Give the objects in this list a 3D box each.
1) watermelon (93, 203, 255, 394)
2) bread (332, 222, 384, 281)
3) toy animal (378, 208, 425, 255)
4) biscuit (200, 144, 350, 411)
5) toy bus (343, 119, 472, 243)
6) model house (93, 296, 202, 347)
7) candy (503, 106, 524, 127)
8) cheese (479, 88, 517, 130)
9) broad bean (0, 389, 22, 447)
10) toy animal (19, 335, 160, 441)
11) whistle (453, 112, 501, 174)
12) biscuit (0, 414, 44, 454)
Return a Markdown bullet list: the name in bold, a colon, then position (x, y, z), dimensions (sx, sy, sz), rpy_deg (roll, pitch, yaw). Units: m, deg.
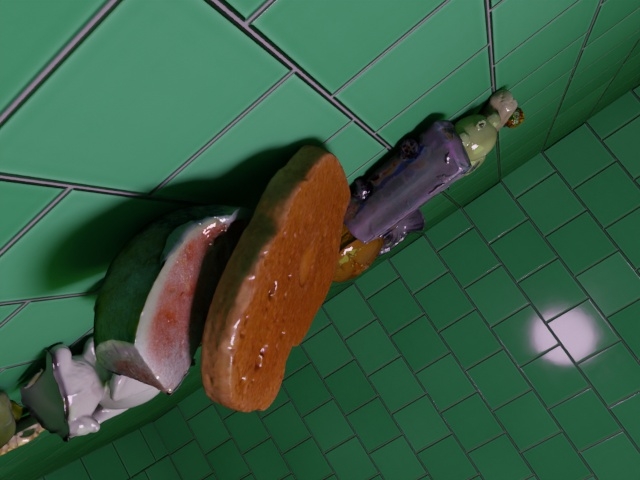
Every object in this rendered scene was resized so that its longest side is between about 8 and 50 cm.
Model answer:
- **watermelon**: position (-0.190, 0.046, 0.726), dimensions (0.224, 0.180, 0.305), rpy_deg (-22, -152, 47)
- **bread**: position (0.075, 0.021, 1.387), dimensions (0.195, 0.142, 0.269), rpy_deg (-38, 162, 0)
- **toy animal**: position (0.178, -0.018, 1.601), dimensions (0.299, 0.122, 0.185), rpy_deg (-26, 163, -4)
- **biscuit**: position (-0.056, 0.049, 0.825), dimensions (0.349, 0.078, 0.455), rpy_deg (91, 22, -49)
- **toy bus**: position (0.180, -0.123, 1.128), dimensions (0.317, 0.137, 0.112), rpy_deg (-39, 169, 35)
- **model house**: position (-0.253, 0.103, 0.896), dimensions (0.235, 0.174, 0.193), rpy_deg (0, 166, -5)
- **candy**: position (0.532, -0.336, 1.443), dimensions (0.060, 0.060, 0.201), rpy_deg (-36, 176, 12)
- **cheese**: position (0.412, -0.291, 1.235), dimensions (0.043, 0.065, 0.194), rpy_deg (-37, 169, -15)
- **broad bean**: position (-0.639, 0.334, 0.923), dimensions (0.169, 0.100, 0.228), rpy_deg (-42, 166, 7)
- **toy animal**: position (-0.448, 0.292, 1.061), dimensions (0.289, 0.174, 0.249), rpy_deg (-24, 166, -35)
- **whistle**: position (0.348, -0.219, 1.256), dimensions (0.131, 0.106, 0.288), rpy_deg (-32, 168, -12)
- **biscuit**: position (-0.730, 0.454, 1.149), dimensions (0.205, 0.040, 0.309), rpy_deg (-19, 179, -5)
